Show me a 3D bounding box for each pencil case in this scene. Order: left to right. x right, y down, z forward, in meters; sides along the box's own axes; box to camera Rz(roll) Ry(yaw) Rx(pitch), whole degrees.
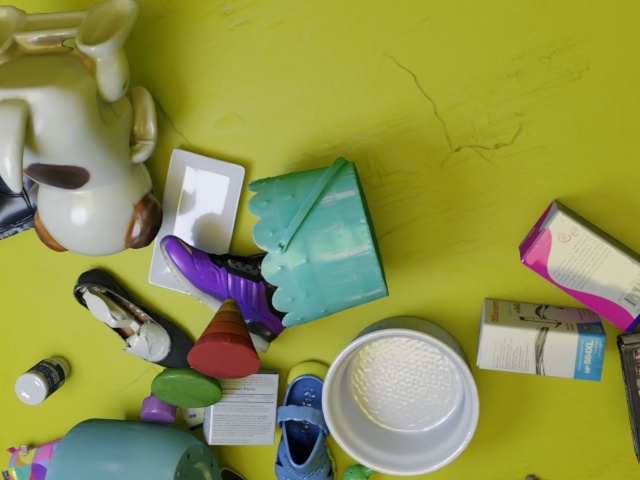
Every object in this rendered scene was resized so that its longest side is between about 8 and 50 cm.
[{"bbox_3d":[-0.524,0.448,1.749,0.236,0.104,0.104,-15,100,12],"label":"pencil case"}]

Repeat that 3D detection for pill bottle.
[{"bbox_3d":[-0.546,0.273,1.699,0.067,0.120,0.067,2,103,10],"label":"pill bottle"}]

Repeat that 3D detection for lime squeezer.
[{"bbox_3d":[0.081,0.503,1.677,0.110,0.059,0.310,16,106,-24],"label":"lime squeezer"}]

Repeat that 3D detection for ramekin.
[{"bbox_3d":[0.150,0.272,1.559,0.277,0.135,0.277,2,104,10],"label":"ramekin"}]

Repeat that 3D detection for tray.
[{"bbox_3d":[-0.232,-0.029,1.617,0.145,0.030,0.270,16,105,8],"label":"tray"}]

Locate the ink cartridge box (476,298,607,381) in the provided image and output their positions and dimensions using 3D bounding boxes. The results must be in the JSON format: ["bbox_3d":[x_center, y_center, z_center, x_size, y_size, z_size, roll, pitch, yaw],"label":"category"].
[{"bbox_3d":[0.377,0.169,1.484,0.203,0.148,0.085,6,105,9],"label":"ink cartridge box"}]

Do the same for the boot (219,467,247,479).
[{"bbox_3d":[-0.181,0.586,1.722,0.176,0.088,0.244,-36,98,18],"label":"boot"}]

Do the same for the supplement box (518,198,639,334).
[{"bbox_3d":[0.459,0.041,1.458,0.220,0.114,0.111,34,107,0],"label":"supplement box"}]

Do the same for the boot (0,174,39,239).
[{"bbox_3d":[-0.612,-0.112,1.635,0.247,0.094,0.207,-19,102,8],"label":"boot"}]

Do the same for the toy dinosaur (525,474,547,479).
[{"bbox_3d":[0.300,0.564,1.609,0.200,0.127,0.295,28,112,-4],"label":"toy dinosaur"}]

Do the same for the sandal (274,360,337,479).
[{"bbox_3d":[-0.035,0.397,1.624,0.126,0.138,0.317,0,104,9],"label":"sandal"}]

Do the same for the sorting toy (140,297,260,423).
[{"bbox_3d":[-0.223,0.212,1.540,0.127,0.126,0.365,22,140,-24],"label":"sorting toy"}]

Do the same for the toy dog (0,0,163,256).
[{"bbox_3d":[-0.399,-0.153,1.459,0.285,0.395,0.408,-10,135,0],"label":"toy dog"}]

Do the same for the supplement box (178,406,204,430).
[{"bbox_3d":[-0.229,0.314,1.681,0.083,0.056,0.083,-23,98,15],"label":"supplement box"}]

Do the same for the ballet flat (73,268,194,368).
[{"bbox_3d":[-0.367,0.167,1.653,0.280,0.096,0.095,37,106,0],"label":"ballet flat"}]

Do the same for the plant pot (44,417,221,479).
[{"bbox_3d":[-0.326,0.472,1.597,0.235,0.293,0.293,-8,101,21],"label":"plant pot"}]

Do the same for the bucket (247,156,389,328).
[{"bbox_3d":[0.000,0.000,1.459,0.183,0.281,0.281,-15,100,5],"label":"bucket"}]

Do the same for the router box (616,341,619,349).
[{"bbox_3d":[0.705,0.240,1.473,0.309,0.081,0.243,-23,97,15],"label":"router box"}]

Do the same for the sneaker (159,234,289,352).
[{"bbox_3d":[-0.158,0.064,1.573,0.146,0.102,0.293,-45,113,2],"label":"sneaker"}]

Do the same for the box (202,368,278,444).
[{"bbox_3d":[-0.152,0.312,1.621,0.126,0.072,0.137,5,89,-17],"label":"box"}]

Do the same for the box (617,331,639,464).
[{"bbox_3d":[0.644,0.245,1.411,0.270,0.060,0.216,-9,100,13],"label":"box"}]
